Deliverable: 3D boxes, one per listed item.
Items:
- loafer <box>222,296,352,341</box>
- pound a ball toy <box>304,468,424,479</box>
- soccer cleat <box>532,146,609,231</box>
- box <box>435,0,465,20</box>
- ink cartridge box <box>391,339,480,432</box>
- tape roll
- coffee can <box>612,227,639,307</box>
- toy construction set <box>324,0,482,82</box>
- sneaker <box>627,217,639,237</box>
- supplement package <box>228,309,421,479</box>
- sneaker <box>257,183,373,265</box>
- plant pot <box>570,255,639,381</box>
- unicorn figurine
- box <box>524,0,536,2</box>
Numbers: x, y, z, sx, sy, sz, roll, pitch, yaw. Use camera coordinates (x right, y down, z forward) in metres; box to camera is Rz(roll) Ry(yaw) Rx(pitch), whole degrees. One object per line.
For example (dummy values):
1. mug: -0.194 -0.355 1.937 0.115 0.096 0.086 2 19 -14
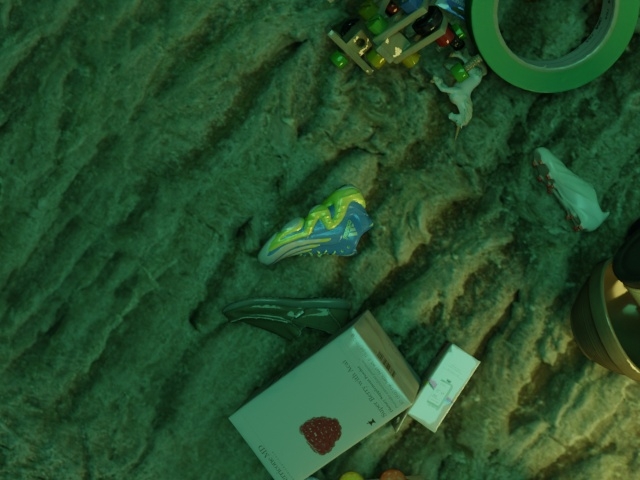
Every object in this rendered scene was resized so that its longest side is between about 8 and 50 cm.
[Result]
1. loafer: -0.064 0.152 1.854 0.251 0.094 0.087 0 86 -1
2. pound a ball toy: 0.086 0.499 1.773 0.319 0.208 0.136 -6 86 1
3. soccer cleat: 0.487 -0.107 1.881 0.076 0.068 0.196 -35 93 -6
4. box: 0.315 -0.516 1.918 0.109 0.042 0.178 30 88 4
5. ink cartridge box: 0.217 0.291 1.831 0.067 0.115 0.198 34 88 2
6. tape roll: 0.438 -0.445 1.830 0.321 0.077 0.321 -1 113 -2
7. coffee can: 0.692 0.106 1.753 0.201 0.201 0.275 -40 107 -2
8. toy construction set: 0.097 -0.405 1.791 0.237 0.309 0.257 -36 56 18
9. sneaker: 0.694 -0.045 1.876 0.209 0.069 0.082 -42 105 -4
10. supplement package: 0.012 0.292 1.772 0.293 0.175 0.177 -38 88 13
11. sneaker: 0.000 0.000 1.866 0.240 0.091 0.126 -37 87 -2
12. plant pot: 0.549 0.156 1.814 0.110 0.237 0.237 -23 85 40
13. unicorn figurine: 0.273 -0.299 1.896 0.111 0.060 0.162 37 88 4
14. box: 0.418 -0.548 1.900 0.028 0.081 0.136 -5 86 1
